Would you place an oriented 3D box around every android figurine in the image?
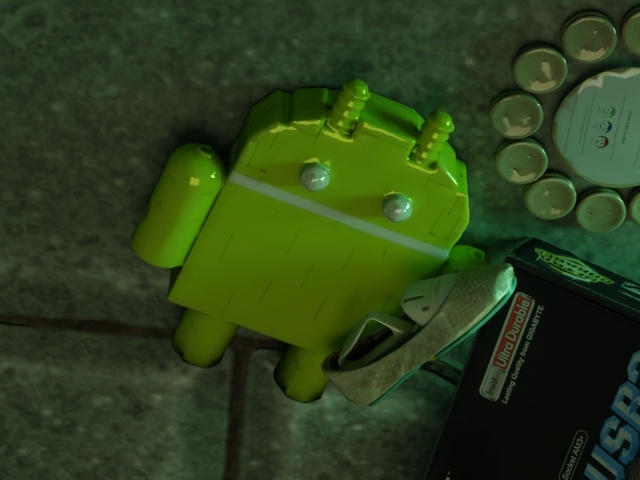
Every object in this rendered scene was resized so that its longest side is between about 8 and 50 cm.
[{"bbox_3d":[0.000,0.000,1.281,0.248,0.056,0.273,22,127,-14],"label":"android figurine"}]

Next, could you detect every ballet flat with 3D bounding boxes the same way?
[{"bbox_3d":[0.063,0.060,1.257,0.052,0.057,0.168,38,123,-15],"label":"ballet flat"}]

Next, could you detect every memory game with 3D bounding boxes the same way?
[{"bbox_3d":[0.206,-0.080,1.238,0.186,0.012,0.186,1,127,1],"label":"memory game"}]

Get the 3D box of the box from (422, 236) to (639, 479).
[{"bbox_3d":[0.222,0.189,1.287,0.293,0.073,0.295,26,111,16],"label":"box"}]
